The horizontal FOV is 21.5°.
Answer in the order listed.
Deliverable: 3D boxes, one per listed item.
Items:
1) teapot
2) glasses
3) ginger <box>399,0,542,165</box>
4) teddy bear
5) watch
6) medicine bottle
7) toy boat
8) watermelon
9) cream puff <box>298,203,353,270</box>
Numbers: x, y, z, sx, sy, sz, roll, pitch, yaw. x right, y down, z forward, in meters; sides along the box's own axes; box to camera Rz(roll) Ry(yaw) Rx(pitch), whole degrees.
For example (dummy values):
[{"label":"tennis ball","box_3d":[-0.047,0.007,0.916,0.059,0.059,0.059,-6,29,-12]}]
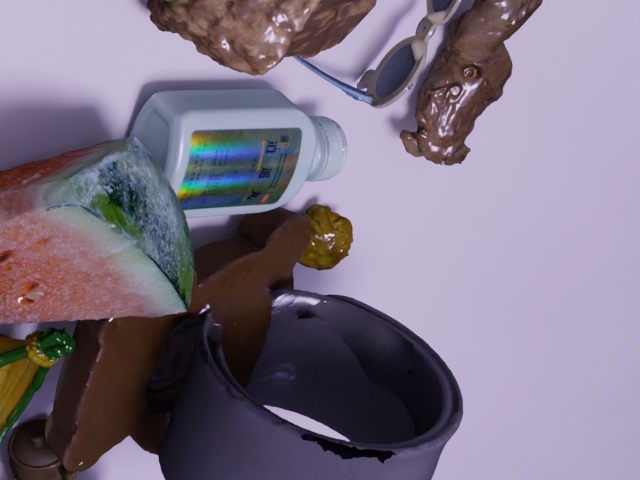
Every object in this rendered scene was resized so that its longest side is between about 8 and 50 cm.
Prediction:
[{"label":"teapot","box_3d":[-0.265,0.213,1.733,0.110,0.085,0.080,-47,152,-35]},{"label":"glasses","box_3d":[0.044,-0.229,1.627,0.220,0.088,0.190,13,113,-49]},{"label":"ginger","box_3d":[0.179,-0.207,1.781,0.122,0.084,0.290,7,117,-40]},{"label":"teddy bear","box_3d":[-0.065,-0.256,1.448,0.296,0.222,0.246,-34,180,-44]},{"label":"watch","box_3d":[-0.047,0.176,1.669,0.335,0.327,0.314,-15,132,-51]},{"label":"medicine bottle","box_3d":[-0.077,-0.086,1.641,0.229,0.083,0.121,-6,126,-42]},{"label":"toy boat","box_3d":[-0.319,0.163,1.621,0.089,0.088,0.229,18,110,-50]},{"label":"watermelon","box_3d":[-0.262,0.002,1.499,0.256,0.140,0.193,-17,134,13]},{"label":"cream puff","box_3d":[0.000,0.000,1.812,0.083,0.058,0.083,-27,140,-22]}]
